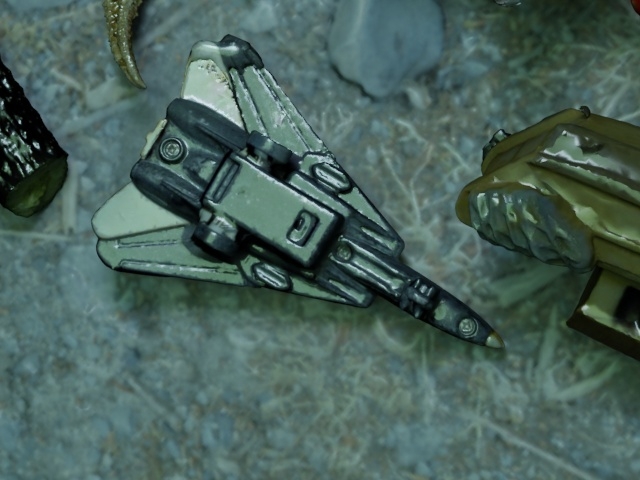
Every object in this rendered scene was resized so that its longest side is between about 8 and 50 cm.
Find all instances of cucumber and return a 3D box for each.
[{"bbox_3d":[-0.302,-0.156,1.291,0.072,0.072,0.300,-36,76,9],"label":"cucumber"}]

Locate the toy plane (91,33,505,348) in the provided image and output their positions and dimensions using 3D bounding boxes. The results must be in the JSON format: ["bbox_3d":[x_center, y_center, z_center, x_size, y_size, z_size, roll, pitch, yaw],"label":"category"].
[{"bbox_3d":[-0.003,-0.001,1.180,0.316,0.103,0.204,31,93,15],"label":"toy plane"}]

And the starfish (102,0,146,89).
[{"bbox_3d":[-0.153,-0.232,1.266,0.213,0.057,0.238,-2,81,22],"label":"starfish"}]

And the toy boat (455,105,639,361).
[{"bbox_3d":[0.302,0.047,1.074,0.446,0.136,0.162,23,115,8],"label":"toy boat"}]

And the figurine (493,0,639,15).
[{"bbox_3d":[0.142,-0.238,1.120,0.176,0.186,0.287,-28,44,2],"label":"figurine"}]
